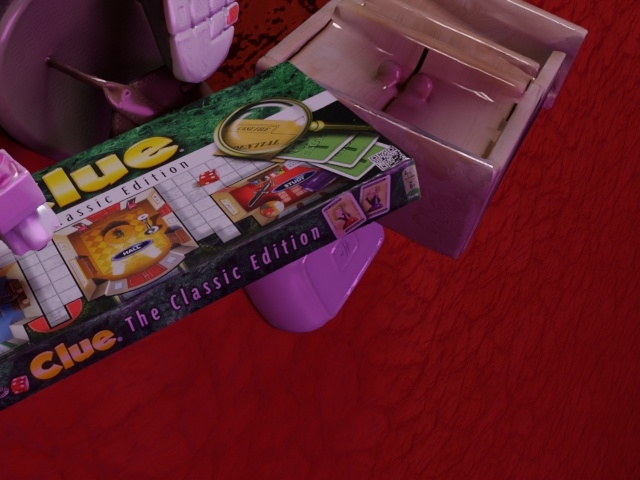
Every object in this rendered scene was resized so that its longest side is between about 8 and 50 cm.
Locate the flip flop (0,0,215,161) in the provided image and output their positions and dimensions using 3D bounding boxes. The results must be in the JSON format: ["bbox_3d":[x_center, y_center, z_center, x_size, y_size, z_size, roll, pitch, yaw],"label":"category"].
[{"bbox_3d":[-0.098,-0.063,0.616,0.112,0.080,0.277,-60,148,-16],"label":"flip flop"}]

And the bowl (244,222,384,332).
[{"bbox_3d":[0.000,0.000,0.841,0.142,0.053,0.142,-55,148,-22],"label":"bowl"}]

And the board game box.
[{"bbox_3d":[-0.096,-0.004,0.502,0.259,0.136,0.030,-27,127,-15],"label":"board game box"}]

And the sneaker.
[{"bbox_3d":[-0.090,-0.161,0.556,0.061,0.065,0.158,-29,113,-53],"label":"sneaker"}]

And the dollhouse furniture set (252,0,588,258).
[{"bbox_3d":[0.115,-0.229,0.612,0.256,0.362,0.394,-53,166,-52],"label":"dollhouse furniture set"}]

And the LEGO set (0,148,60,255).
[{"bbox_3d":[-0.249,0.037,0.403,0.287,0.132,0.107,-47,135,-23],"label":"LEGO set"}]
